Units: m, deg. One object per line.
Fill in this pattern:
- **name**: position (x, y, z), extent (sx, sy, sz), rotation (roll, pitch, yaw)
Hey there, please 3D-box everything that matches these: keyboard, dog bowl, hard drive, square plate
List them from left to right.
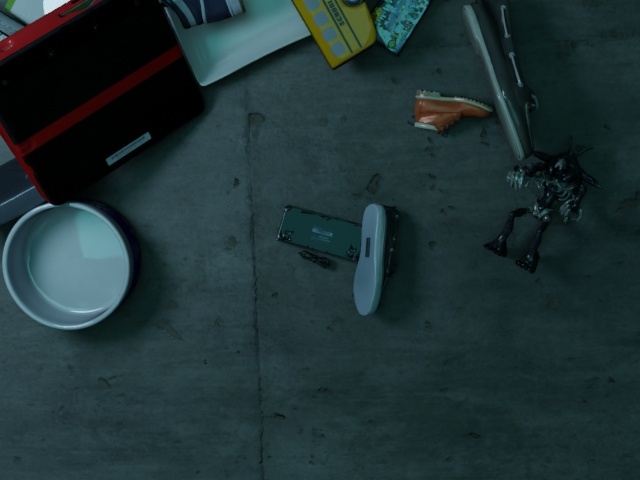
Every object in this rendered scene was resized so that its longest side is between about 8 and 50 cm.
- **hard drive**: position (-0.634, -0.109, 1.866), extent (0.254, 0.172, 0.054), rotation (-27, 127, 3)
- **dog bowl**: position (-0.511, 0.046, 1.867), extent (0.265, 0.104, 0.265), rotation (0, 98, 3)
- **square plate**: position (-0.159, -0.538, 1.827), extent (0.347, 0.049, 0.344), rotation (-24, 95, 4)
- **keyboard**: position (0.000, 0.000, 1.863), extent (0.180, 0.023, 0.108), rotation (15, 88, 6)

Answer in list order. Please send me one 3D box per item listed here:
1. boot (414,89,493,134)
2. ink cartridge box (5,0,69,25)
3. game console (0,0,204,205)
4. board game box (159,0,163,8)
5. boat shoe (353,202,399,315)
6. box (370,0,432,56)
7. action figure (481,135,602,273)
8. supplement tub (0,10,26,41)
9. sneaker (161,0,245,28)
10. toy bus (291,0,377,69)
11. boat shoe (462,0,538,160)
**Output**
- **boot**: position (0.264, -0.251, 1.806), extent (0.158, 0.059, 0.085), rotation (10, 97, 14)
- **ink cartridge box**: position (-0.484, -0.483, 1.845), extent (0.255, 0.097, 0.189), rotation (35, 106, 3)
- **game console**: position (-0.433, -0.288, 1.725), extent (0.386, 0.342, 0.060), rotation (-36, 48, -15)
- **board game box**: position (-0.318, -0.640, 1.867), extent (0.145, 0.027, 0.281), rotation (33, 96, 3)
- **boat shoe**: position (0.121, 0.039, 1.829), extent (0.076, 0.080, 0.228), rotation (5, 88, -30)
- **box**: position (0.153, -0.455, 1.820), extent (0.094, 0.027, 0.137), rotation (32, 96, 5)
- **action figure**: position (0.437, -0.077, 1.751), extent (0.164, 0.141, 0.276), rotation (30, 97, 16)
- **supplement tub**: position (-0.640, -0.341, 1.820), extent (0.338, 0.207, 0.207), rotation (31, 96, 11)
- **sneaker**: position (-0.266, -0.553, 1.756), extent (0.153, 0.099, 0.282), rotation (-21, 98, 2)
- **toy bus**: position (-0.006, -0.509, 1.749), extent (0.130, 0.108, 0.333), rotation (-30, 97, 4)
- **boat shoe**: position (0.370, -0.323, 1.746), extent (0.095, 0.112, 0.335), rotation (-18, 79, 5)
